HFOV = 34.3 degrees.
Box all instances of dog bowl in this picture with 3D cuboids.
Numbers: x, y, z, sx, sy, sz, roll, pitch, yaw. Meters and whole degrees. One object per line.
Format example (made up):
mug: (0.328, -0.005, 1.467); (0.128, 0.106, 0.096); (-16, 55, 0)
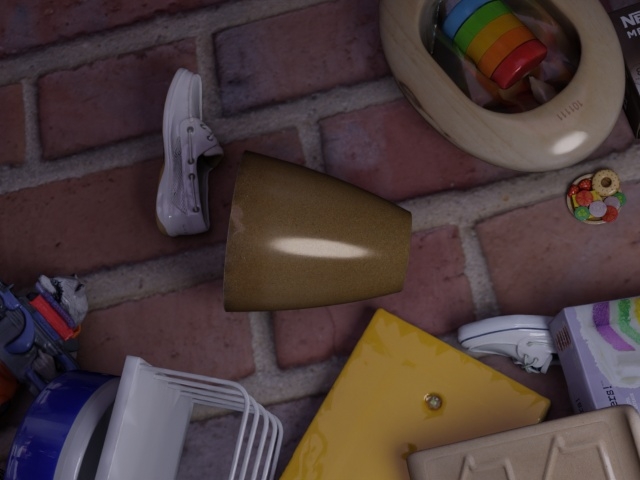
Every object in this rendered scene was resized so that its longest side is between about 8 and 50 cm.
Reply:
dog bowl: (-0.319, 0.315, 1.432); (0.104, 0.265, 0.265); (9, 73, 17)

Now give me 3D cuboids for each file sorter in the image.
file sorter: (-0.165, 0.291, 1.403); (0.173, 0.278, 0.193); (9, 73, 11)

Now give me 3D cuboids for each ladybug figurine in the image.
ladybug figurine: (0.267, -0.282, 1.558); (0.305, 0.162, 0.449); (-35, 68, 5)

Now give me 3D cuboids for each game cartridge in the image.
game cartridge: (0.124, 0.298, 1.458); (0.285, 0.053, 0.324); (28, 82, 20)

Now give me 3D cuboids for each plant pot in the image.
plant pot: (0.000, 0.000, 1.511); (0.254, 0.237, 0.237); (6, 72, -1)

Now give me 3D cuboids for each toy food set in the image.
toy food set: (0.407, -0.062, 1.531); (0.083, 0.020, 0.083); (-13, 69, 8)

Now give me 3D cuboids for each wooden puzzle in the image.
wooden puzzle: (0.287, 0.387, 1.270); (0.347, 0.080, 0.322); (-23, 76, 38)

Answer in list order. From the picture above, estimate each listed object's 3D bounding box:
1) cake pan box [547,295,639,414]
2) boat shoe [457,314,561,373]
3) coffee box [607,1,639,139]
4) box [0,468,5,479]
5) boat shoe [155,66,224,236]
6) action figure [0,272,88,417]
cake pan box: (0.453, 0.201, 1.356); (0.245, 0.070, 0.267); (-7, 65, -11)
boat shoe: (0.306, 0.148, 1.446); (0.226, 0.083, 0.076); (-5, 69, 10)
coffee box: (0.580, -0.285, 1.517); (0.297, 0.119, 0.168); (-17, 69, 6)
box: (-0.495, 0.475, 1.530); (0.175, 0.051, 0.220); (33, 81, 21)
boat shoe: (-0.199, -0.141, 1.660); (0.096, 0.098, 0.277); (0, 80, 12)
action figure: (-0.511, 0.141, 1.591); (0.330, 0.178, 0.341); (-33, 92, -5)
